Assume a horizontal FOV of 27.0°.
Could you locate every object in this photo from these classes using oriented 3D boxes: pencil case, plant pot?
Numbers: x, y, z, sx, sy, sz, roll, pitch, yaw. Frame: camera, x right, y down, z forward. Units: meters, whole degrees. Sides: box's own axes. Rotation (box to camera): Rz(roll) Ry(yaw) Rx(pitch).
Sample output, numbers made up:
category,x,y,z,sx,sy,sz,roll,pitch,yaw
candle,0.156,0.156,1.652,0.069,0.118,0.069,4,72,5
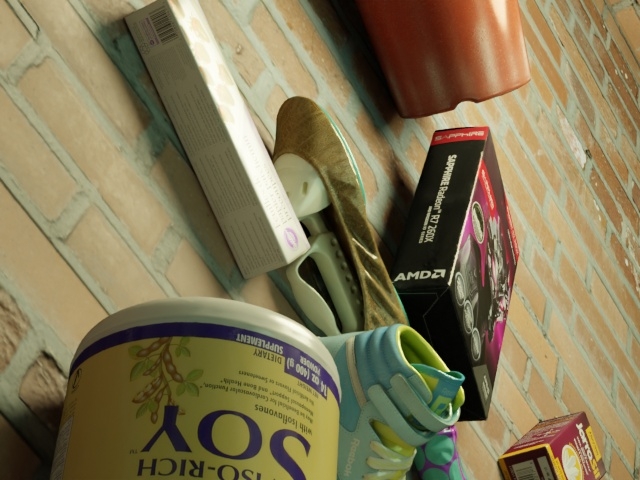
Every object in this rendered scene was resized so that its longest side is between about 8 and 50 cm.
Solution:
category,x,y,z,sx,sy,sz,roll,pitch,yaw
pencil case,0.163,0.305,1.673,0.064,0.070,0.152,-16,85,-60
plant pot,0.174,-0.329,1.918,0.272,0.272,0.265,-36,112,-60

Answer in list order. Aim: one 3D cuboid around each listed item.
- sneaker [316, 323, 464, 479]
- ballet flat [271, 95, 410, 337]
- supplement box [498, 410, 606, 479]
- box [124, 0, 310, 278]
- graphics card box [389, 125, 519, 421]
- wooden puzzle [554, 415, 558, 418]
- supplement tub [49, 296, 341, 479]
category,x,y,z,sx,sy,sz,roll,pitch,yaw
sneaker,0.068,0.236,1.418,0.127,0.208,0.319,16,60,-57
ballet flat,0.000,0.000,1.577,0.124,0.116,0.342,-24,98,-41
supplement box,0.342,0.329,1.945,0.188,0.080,0.104,-19,89,-61
box,-0.114,-0.118,1.480,0.324,0.067,0.063,65,30,-7
graphics card box,0.187,0.038,1.804,0.371,0.094,0.233,-67,146,-50
wooden puzzle,0.389,0.320,2.101,0.116,0.014,0.079,43,34,-39
supplement tub,-0.108,0.240,1.088,0.241,0.241,0.331,41,40,-40
